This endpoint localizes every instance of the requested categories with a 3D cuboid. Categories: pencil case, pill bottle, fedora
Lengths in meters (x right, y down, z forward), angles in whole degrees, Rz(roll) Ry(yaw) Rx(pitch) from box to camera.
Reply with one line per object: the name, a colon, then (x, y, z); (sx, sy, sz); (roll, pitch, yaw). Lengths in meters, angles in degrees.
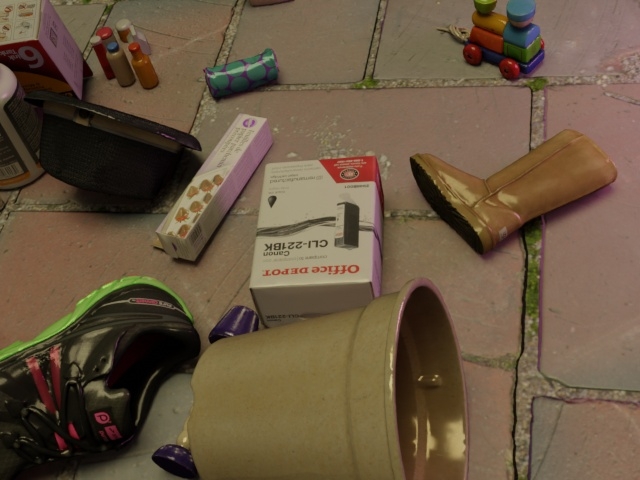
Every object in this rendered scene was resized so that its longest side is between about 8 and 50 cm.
pencil case: (-0.161, -0.344, 1.835); (0.152, 0.064, 0.070); (-17, 65, -1)
pill bottle: (-0.639, -0.243, 1.723); (0.162, 0.278, 0.162); (-6, 50, 7)
fedora: (-0.396, -0.164, 1.660); (0.334, 0.334, 0.152); (18, 92, 26)

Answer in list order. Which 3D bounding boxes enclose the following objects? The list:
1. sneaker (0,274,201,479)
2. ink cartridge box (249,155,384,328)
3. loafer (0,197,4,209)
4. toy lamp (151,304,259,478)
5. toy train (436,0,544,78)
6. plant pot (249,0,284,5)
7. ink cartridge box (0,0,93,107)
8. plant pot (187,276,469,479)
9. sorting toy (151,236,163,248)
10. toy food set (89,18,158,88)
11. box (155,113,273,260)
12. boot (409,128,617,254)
sneaker: (-0.380, 0.241, 1.325); (0.202, 0.185, 0.483); (31, 65, 37)
ink cartridge box: (0.000, 0.000, 1.478); (0.197, 0.114, 0.272); (-4, 51, 10)
loafer: (-0.677, -0.091, 1.763); (0.125, 0.039, 0.045); (23, 59, 29)
toy lamp: (-0.167, 0.222, 1.361); (0.080, 0.080, 0.274); (12, 56, 22)
toy train: (0.315, -0.427, 1.738); (0.248, 0.143, 0.105); (31, 63, 32)
plant pot: (-0.131, -0.593, 2.014); (0.096, 0.109, 0.109); (-24, 48, 10)
ink cartridge box: (-0.660, -0.352, 1.844); (0.310, 0.272, 0.130); (-8, 62, 8)
plant pot: (0.008, 0.230, 1.185); (0.306, 0.334, 0.333); (-8, 49, 23)
sorting toy: (-0.255, -0.001, 1.607); (0.083, 0.012, 0.062); (16, 55, 27)
toy food set: (-0.434, -0.424, 1.938); (0.111, 0.104, 0.232); (-21, 50, -4)
box: (-0.187, -0.102, 1.630); (0.063, 0.067, 0.324); (13, 53, 22)
boot: (0.321, -0.115, 1.523); (0.269, 0.089, 0.236); (-30, 61, -12)
